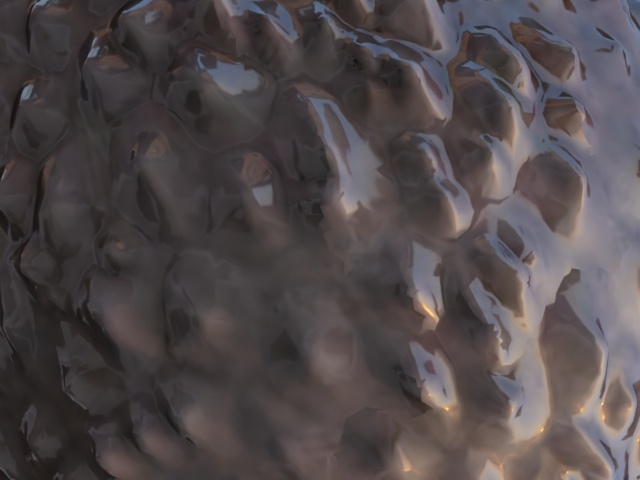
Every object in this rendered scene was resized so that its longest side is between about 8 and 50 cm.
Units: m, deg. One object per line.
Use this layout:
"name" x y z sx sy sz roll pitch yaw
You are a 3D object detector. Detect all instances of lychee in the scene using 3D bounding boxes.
"lychee" 0.000 0.000 0.831 0.380 0.380 0.432 -27 -88 50
